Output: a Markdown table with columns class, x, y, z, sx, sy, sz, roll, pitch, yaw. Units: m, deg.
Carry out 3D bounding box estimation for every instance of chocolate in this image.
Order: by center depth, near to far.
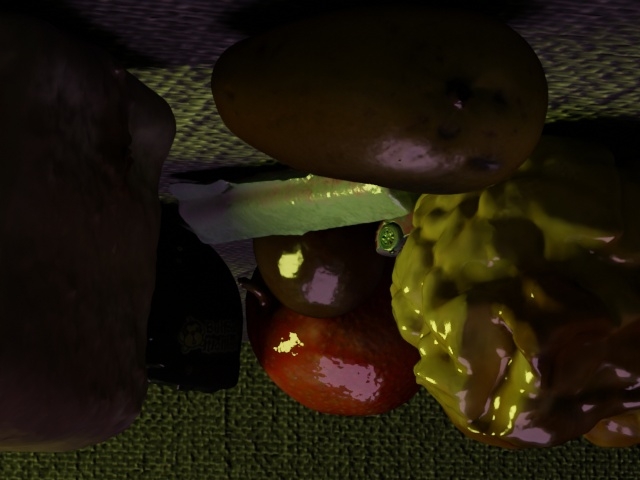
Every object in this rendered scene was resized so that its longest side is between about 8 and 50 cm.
| class | x | y | z | sx | sy | sz | roll | pitch | yaw |
| --- | --- | --- | --- | --- | --- | --- | --- | --- | --- |
| chocolate | 0.000 | 0.000 | 1.664 | 0.124 | 0.127 | 0.133 | -29 | 157 | 0 |

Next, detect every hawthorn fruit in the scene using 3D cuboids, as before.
| class | x | y | z | sx | sy | sz | roll | pitch | yaw |
| --- | --- | --- | --- | --- | --- | --- | --- | --- | --- |
| hawthorn fruit | 0.009 | 0.068 | 1.793 | 0.225 | 0.196 | 0.196 | 17 | 165 | -34 |

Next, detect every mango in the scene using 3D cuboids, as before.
| class | x | y | z | sx | sy | sz | roll | pitch | yaw |
| --- | --- | --- | --- | --- | --- | --- | --- | --- | --- |
| mango | 0.027 | -0.075 | 1.002 | 0.195 | 0.098 | 0.137 | 2 | 179 | 38 |

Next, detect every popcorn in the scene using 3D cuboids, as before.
| class | x | y | z | sx | sy | sz | roll | pitch | yaw |
| --- | --- | --- | --- | --- | --- | --- | --- | --- | --- |
| popcorn | 0.188 | 0.026 | 1.385 | 0.265 | 0.225 | 0.332 | 12 | -165 | 2 |

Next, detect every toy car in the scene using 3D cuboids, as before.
| class | x | y | z | sx | sy | sz | roll | pitch | yaw |
| --- | --- | --- | --- | --- | --- | --- | --- | --- | --- |
| toy car | 0.106 | -0.021 | 1.594 | 0.142 | 0.055 | 0.069 | -24 | 159 | 40 |

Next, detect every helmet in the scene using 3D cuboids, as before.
| class | x | y | z | sx | sy | sz | roll | pitch | yaw |
| --- | --- | --- | --- | --- | --- | --- | --- | --- | --- |
| helmet | -0.189 | 0.052 | 1.783 | 0.230 | 0.160 | 0.279 | 12 | 176 | 30 |

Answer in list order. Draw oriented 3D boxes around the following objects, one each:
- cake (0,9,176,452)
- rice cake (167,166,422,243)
| class | x | y | z | sx | sy | sz | roll | pitch | yaw |
| --- | --- | --- | --- | --- | --- | --- | --- | --- | --- |
| cake | -0.260 | -0.003 | 1.082 | 0.309 | 0.237 | 0.230 | 1 | 170 | 19 |
| rice cake | -0.022 | -0.043 | 1.494 | 0.081 | 0.051 | 0.290 | 43 | 151 | -26 |
